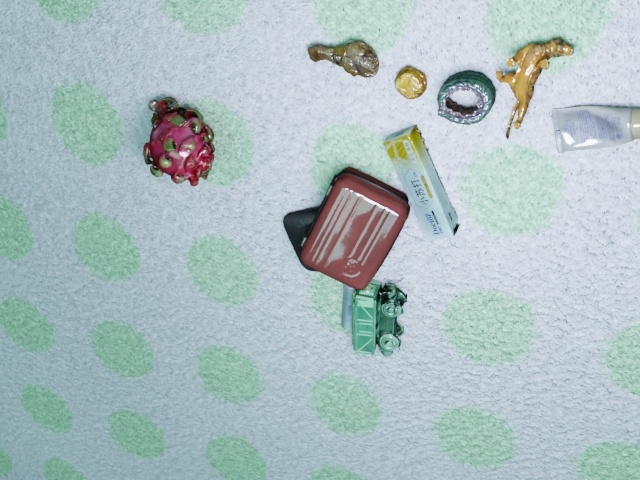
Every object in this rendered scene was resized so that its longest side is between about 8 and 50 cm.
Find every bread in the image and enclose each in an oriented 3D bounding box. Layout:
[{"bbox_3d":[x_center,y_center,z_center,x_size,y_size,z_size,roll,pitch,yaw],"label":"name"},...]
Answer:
[{"bbox_3d":[0.226,-0.396,1.713,0.083,0.046,0.081,6,125,16],"label":"bread"}]

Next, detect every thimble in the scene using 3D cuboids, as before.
[{"bbox_3d":[0.357,-0.350,1.660,0.135,0.090,0.119,10,119,19],"label":"thimble"}]

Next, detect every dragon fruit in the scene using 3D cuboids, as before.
[{"bbox_3d":[-0.400,-0.287,1.941,0.198,0.273,0.218,9,152,-20],"label":"dragon fruit"}]

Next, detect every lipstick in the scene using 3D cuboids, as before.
[{"bbox_3d":[0.091,0.200,2.100,0.048,0.048,0.158,11,121,16],"label":"lipstick"}]

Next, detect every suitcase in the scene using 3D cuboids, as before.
[{"bbox_3d":[0.096,-0.032,1.873,0.236,0.161,0.297,27,114,-1],"label":"suitcase"}]

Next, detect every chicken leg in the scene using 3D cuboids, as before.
[{"bbox_3d":[0.057,-0.471,1.733,0.197,0.069,0.085,16,146,21],"label":"chicken leg"}]

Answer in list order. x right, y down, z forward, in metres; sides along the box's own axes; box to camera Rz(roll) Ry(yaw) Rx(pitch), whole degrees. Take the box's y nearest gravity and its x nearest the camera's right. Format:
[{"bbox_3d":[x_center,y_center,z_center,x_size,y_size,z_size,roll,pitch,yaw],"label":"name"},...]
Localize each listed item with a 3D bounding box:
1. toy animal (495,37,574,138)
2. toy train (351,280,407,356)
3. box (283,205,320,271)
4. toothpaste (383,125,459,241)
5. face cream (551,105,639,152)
[{"bbox_3d":[0.482,-0.363,1.612,0.114,0.116,0.255,40,134,25],"label":"toy animal"},{"bbox_3d":[0.177,0.233,2.051,0.154,0.115,0.270,9,127,16],"label":"toy train"},{"bbox_3d":[0.000,0.000,2.027,0.201,0.042,0.213,-13,112,25],"label":"box"},{"bbox_3d":[0.275,-0.149,1.821,0.089,0.071,0.313,-15,112,32],"label":"toothpaste"},{"bbox_3d":[0.668,-0.271,1.608,0.224,0.070,0.114,0,118,36],"label":"face cream"}]
